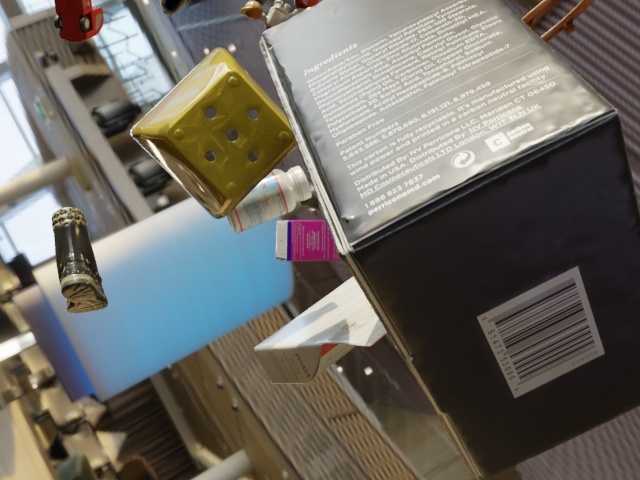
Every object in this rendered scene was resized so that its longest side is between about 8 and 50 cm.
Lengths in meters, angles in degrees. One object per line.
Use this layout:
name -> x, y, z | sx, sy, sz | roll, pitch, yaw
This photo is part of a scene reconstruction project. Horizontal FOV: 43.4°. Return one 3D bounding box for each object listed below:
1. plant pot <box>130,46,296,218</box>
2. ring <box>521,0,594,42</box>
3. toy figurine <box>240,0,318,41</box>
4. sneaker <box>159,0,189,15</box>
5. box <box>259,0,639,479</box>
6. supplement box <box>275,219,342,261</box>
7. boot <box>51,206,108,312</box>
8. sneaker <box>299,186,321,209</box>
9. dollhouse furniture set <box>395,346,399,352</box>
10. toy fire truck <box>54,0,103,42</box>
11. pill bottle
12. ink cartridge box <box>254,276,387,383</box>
plant pot -> -0.151, -0.167, 1.267 | 0.212, 0.212, 0.187 | 46, -5, -14
ring -> 0.422, -0.394, 1.487 | 0.032, 0.337, 0.336 | 54, -20, 7
toy figurine -> -0.084, -0.586, 2.111 | 0.210, 0.148, 0.213 | 14, -14, 17
sneaker -> -0.237, -0.511, 1.466 | 0.132, 0.086, 0.228 | -99, -149, -54
box -> 0.181, -0.042, 1.045 | 0.479, 0.298, 0.471 | 58, 6, -41
supplement box -> 0.000, 0.000, 2.173 | 0.111, 0.220, 0.113 | -176, -93, -72
boot -> -0.502, 0.048, 1.674 | 0.236, 0.085, 0.178 | 114, -36, -69
sneaker -> 0.068, -0.075, 1.795 | 0.078, 0.235, 0.106 | 80, 10, -63
dollhouse furniture set -> 0.328, 0.194, 1.542 | 0.197, 0.302, 0.151 | 52, -4, -21
toy fire truck -> -0.329, -0.386, 1.123 | 0.135, 0.047, 0.191 | -63, 156, -59
pill bottle -> -0.103, -0.081, 1.509 | 0.087, 0.160, 0.087 | 157, -90, -80
ink cartridge box -> 0.095, 0.148, 1.476 | 0.385, 0.308, 0.091 | -12, -72, 56
